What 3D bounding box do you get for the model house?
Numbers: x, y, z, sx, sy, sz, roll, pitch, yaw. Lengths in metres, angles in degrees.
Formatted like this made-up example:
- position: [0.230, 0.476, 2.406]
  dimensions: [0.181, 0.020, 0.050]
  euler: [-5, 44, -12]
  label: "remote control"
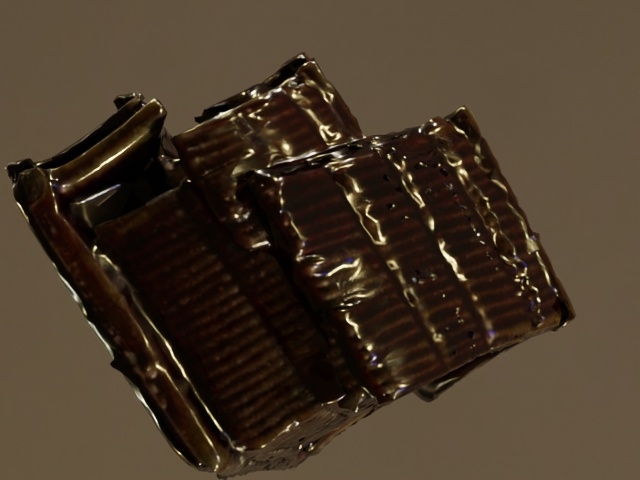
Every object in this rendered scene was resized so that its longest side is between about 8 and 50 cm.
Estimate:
- position: [0.000, 0.000, 1.003]
  dimensions: [0.282, 0.297, 0.317]
  euler: [-32, -89, 10]
  label: "model house"
